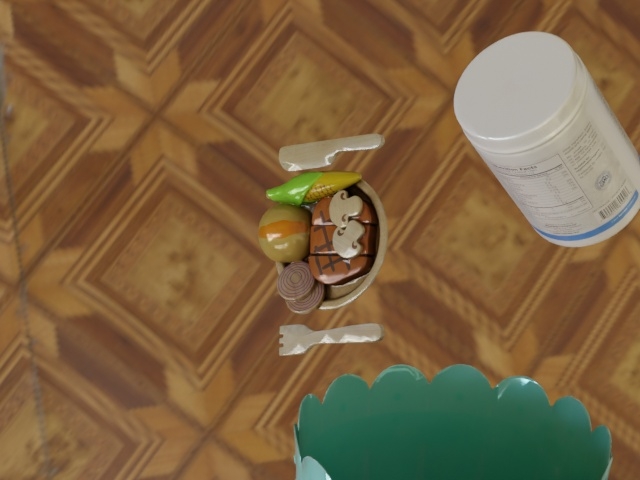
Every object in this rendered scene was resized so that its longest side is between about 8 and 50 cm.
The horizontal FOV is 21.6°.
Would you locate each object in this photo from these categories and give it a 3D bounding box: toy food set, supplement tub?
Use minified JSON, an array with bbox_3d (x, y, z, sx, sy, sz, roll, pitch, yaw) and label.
[{"bbox_3d":[0.000,0.000,1.473,0.038,0.132,0.192,14,72,-52],"label":"toy food set"},{"bbox_3d":[0.121,-0.051,0.874,0.107,0.071,0.071,48,57,-45],"label":"supplement tub"}]

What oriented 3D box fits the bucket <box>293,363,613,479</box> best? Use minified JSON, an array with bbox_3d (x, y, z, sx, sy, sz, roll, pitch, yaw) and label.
[{"bbox_3d":[0.107,0.241,1.433,0.281,0.281,0.183,-4,112,-19],"label":"bucket"}]
